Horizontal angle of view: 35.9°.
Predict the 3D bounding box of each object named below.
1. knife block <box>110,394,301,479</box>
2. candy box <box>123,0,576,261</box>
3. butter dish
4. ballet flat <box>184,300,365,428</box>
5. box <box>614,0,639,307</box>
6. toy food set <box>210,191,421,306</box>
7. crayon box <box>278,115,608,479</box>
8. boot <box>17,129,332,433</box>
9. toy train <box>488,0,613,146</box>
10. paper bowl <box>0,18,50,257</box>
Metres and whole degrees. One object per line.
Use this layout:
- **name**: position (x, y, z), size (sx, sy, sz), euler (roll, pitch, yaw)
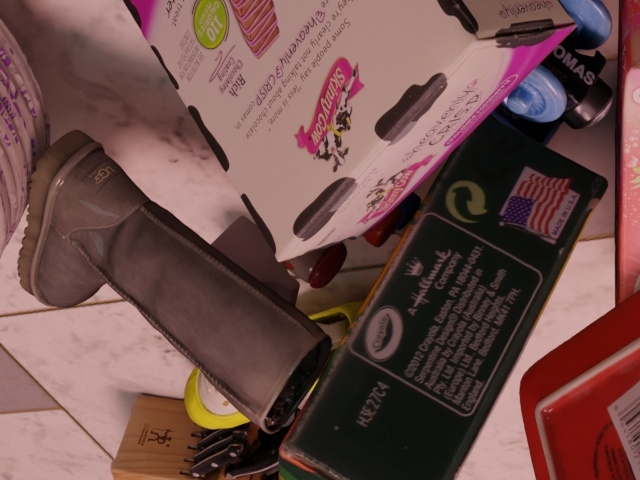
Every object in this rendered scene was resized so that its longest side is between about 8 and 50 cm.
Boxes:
- **knife block**: position (-0.069, 0.238, 0.963), size (0.242, 0.088, 0.276), euler (8, 138, 8)
- **candy box**: position (-0.017, -0.132, 0.448), size (0.233, 0.071, 0.159), euler (59, 137, 14)
- **butter dish**: position (0.194, 0.114, 0.497), size (0.118, 0.160, 0.160), euler (8, 146, -25)
- **ballet flat**: position (-0.043, 0.099, 0.804), size (0.231, 0.077, 0.077), euler (-22, 162, 29)
- **box**: position (0.234, -0.023, 0.536), size (0.142, 0.154, 0.300), euler (0, 138, 16)
- **toy food set**: position (0.000, 0.000, 0.637), size (0.104, 0.111, 0.232), euler (36, 147, 14)
- **crayon box**: position (0.056, 0.083, 0.613), size (0.081, 0.202, 0.318), euler (29, 161, 8)
- **boot**: position (-0.097, 0.044, 0.636), size (0.208, 0.076, 0.190), euler (35, 151, 7)
- **toy train**: position (0.068, -0.116, 0.522), size (0.184, 0.080, 0.105), euler (38, 158, -7)
- **paper bowl**: position (-0.310, -0.093, 0.617), size (0.284, 0.148, 0.284), euler (8, 138, 7)
